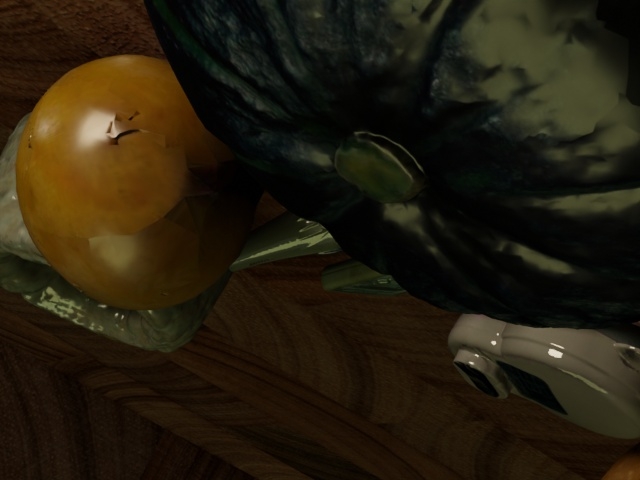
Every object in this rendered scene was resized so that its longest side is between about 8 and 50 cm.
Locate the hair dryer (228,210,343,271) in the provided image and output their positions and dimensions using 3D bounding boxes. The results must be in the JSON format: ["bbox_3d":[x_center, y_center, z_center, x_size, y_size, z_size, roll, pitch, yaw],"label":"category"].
[{"bbox_3d":[-0.018,0.003,1.241,0.167,0.068,0.199,-15,167,-8],"label":"hair dryer"}]

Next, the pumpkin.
[{"bbox_3d":[0.090,-0.128,0.563,0.363,0.266,0.363,29,152,17],"label":"pumpkin"}]

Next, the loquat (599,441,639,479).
[{"bbox_3d":[0.435,0.360,1.312,0.328,0.329,0.328,22,159,9],"label":"loquat"}]

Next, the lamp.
[{"bbox_3d":[0.249,0.118,1.233,0.246,0.108,0.179,12,152,35],"label":"lamp"}]

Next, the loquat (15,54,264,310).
[{"bbox_3d":[-0.166,-0.054,1.114,0.235,0.235,0.235,22,159,9],"label":"loquat"}]

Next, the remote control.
[{"bbox_3d":[0.092,0.028,1.254,0.098,0.038,0.233,6,169,-26],"label":"remote control"}]

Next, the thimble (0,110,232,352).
[{"bbox_3d":[-0.244,-0.009,1.357,0.291,0.195,0.291,21,158,9],"label":"thimble"}]

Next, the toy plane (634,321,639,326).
[{"bbox_3d":[0.248,0.041,1.107,0.162,0.066,0.171,37,158,-32],"label":"toy plane"}]
